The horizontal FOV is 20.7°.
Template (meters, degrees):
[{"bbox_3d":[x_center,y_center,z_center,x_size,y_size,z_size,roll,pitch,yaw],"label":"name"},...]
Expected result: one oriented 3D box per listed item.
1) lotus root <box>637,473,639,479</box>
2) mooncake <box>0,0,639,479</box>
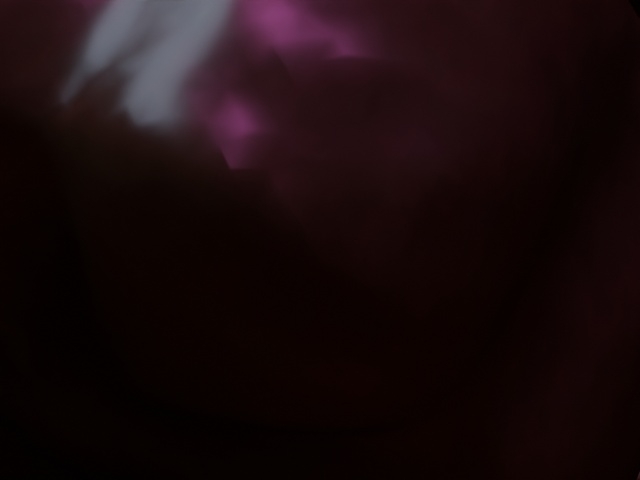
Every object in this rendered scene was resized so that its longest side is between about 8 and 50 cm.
[{"bbox_3d":[0.245,0.156,1.114,0.122,0.112,0.081,16,-8,8],"label":"lotus root"},{"bbox_3d":[-0.062,-0.002,0.821,0.467,0.262,0.467,20,-33,14],"label":"mooncake"}]
